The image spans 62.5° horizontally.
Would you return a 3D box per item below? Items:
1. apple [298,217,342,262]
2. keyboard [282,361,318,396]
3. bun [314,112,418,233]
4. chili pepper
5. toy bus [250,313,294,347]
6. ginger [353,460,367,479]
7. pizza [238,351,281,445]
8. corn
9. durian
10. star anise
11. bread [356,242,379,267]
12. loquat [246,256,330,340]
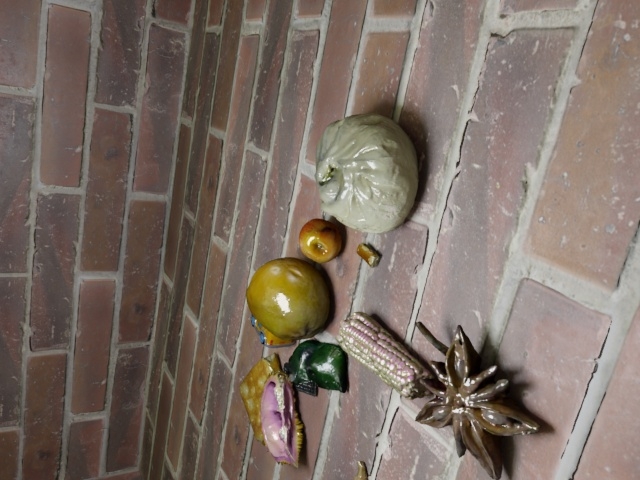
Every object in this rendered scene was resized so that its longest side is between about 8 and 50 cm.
[{"bbox_3d":[0.000,0.000,1.683,0.146,0.146,0.146,-4,85,57],"label":"apple"},{"bbox_3d":[-0.076,0.497,1.895,0.230,0.025,0.094,-8,79,57],"label":"keyboard"},{"bbox_3d":[0.104,-0.188,1.471,0.359,0.211,0.360,-3,86,56],"label":"bun"},{"bbox_3d":[-0.024,0.400,1.731,0.264,0.116,0.148,3,88,57],"label":"chili pepper"},{"bbox_3d":[-0.172,0.288,1.951,0.209,0.126,0.136,49,132,50],"label":"toy bus"},{"bbox_3d":[0.121,0.708,1.572,0.048,0.030,0.097,-24,68,25],"label":"ginger"},{"bbox_3d":[-0.201,0.610,2.030,0.258,0.087,0.268,-53,47,37],"label":"pizza"},{"bbox_3d":[0.171,0.314,1.440,0.335,0.126,0.127,37,119,48],"label":"corn"},{"bbox_3d":[-0.135,0.628,1.893,0.191,0.112,0.341,-30,67,56],"label":"durian"},{"bbox_3d":[0.332,0.348,1.192,0.349,0.109,0.292,24,101,44],"label":"star anise"},{"bbox_3d":[0.142,0.043,1.564,0.083,0.036,0.047,47,135,46],"label":"bread"},{"bbox_3d":[-0.110,0.198,1.756,0.276,0.276,0.284,-59,46,38],"label":"loquat"}]
